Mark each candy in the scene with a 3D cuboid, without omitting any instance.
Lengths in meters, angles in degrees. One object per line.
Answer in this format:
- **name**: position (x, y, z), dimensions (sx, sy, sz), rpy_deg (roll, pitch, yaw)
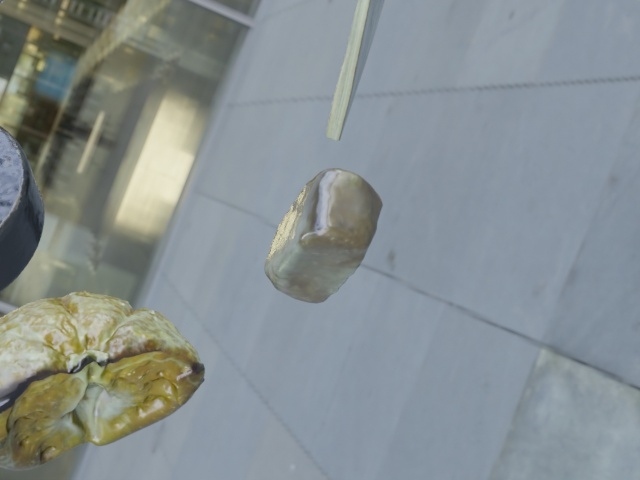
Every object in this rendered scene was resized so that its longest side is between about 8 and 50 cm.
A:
- **candy**: position (0.000, 0.000, 1.587), dimensions (0.234, 0.102, 0.104), rpy_deg (134, 152, -60)

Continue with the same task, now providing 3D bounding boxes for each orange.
- **orange**: position (-0.373, 0.194, 1.800), dimensions (0.210, 0.368, 0.271), rpy_deg (58, 150, 36)

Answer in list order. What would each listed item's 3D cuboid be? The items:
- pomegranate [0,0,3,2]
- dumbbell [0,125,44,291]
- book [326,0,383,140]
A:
- **pomegranate**: position (-0.494, -0.422, 1.503), dimensions (0.341, 0.284, 0.285), rpy_deg (117, 170, -69)
- **dumbbell**: position (-0.353, -0.100, 0.967), dimensions (0.322, 0.203, 0.204), rpy_deg (86, -169, -52)
- **book**: position (0.056, -0.267, 1.261), dimensions (0.215, 0.025, 0.283), rpy_deg (103, -178, -50)
